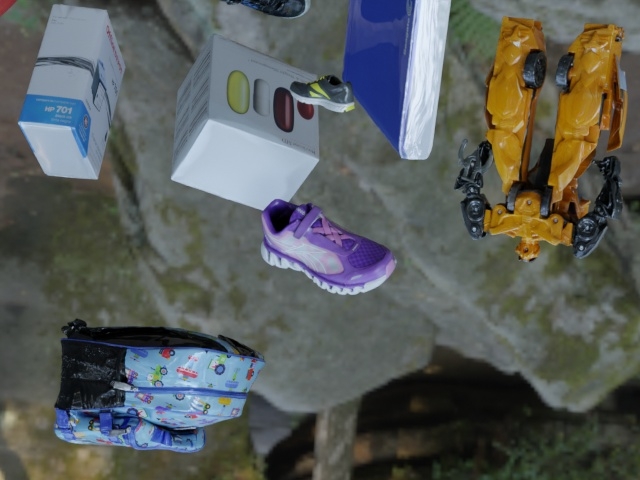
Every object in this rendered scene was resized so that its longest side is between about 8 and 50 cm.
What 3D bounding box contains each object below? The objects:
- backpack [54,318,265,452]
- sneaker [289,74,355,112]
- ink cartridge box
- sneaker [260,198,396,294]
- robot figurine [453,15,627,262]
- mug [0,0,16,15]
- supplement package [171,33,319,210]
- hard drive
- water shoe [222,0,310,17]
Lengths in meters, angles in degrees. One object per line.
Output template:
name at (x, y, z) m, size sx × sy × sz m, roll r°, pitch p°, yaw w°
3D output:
backpack at (-0.145, 0.141, 1.092) m, size 0.173 × 0.117 × 0.158 m, roll 0°, pitch 169°, yaw 21°
sneaker at (0.004, -0.161, 1.221) m, size 0.083 × 0.035 × 0.031 m, roll 20°, pitch -155°, yaw 31°
ink cartridge box at (-0.331, -0.199, 1.551) m, size 0.082 × 0.190 × 0.139 m, roll 7°, pitch 155°, yaw 6°
sneaker at (0.000, 0.000, 1.665) m, size 0.236 × 0.095 × 0.104 m, roll 18°, pitch 138°, yaw 35°
robot figurine at (0.275, -0.118, 1.390) m, size 0.211 × 0.291 × 0.085 m, roll 12°, pitch -171°, yaw 29°
mug at (-0.253, -0.199, 0.803) m, size 0.169 × 0.150 × 0.113 m, roll -29°, pitch 173°, yaw -22°
supplement package at (-0.119, -0.185, 1.839) m, size 0.194 × 0.203 × 0.149 m, roll 18°, pitch 136°, yaw -22°
hard drive at (0.086, -0.250, 1.417) m, size 0.040 × 0.210 × 0.318 m, roll 0°, pitch -158°, yaw -12°
water shoe at (-0.111, -0.347, 1.592) m, size 0.203 × 0.080 × 0.073 m, roll 23°, pitch 137°, yaw -17°
